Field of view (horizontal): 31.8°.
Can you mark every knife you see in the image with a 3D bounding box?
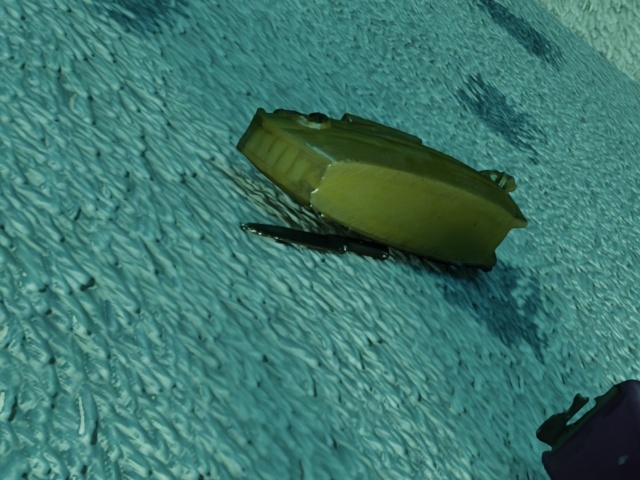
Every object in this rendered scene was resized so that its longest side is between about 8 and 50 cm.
[{"bbox_3d":[0.000,0.000,0.930,0.170,0.010,0.023,11,32,-43],"label":"knife"}]

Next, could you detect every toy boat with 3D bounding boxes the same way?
[{"bbox_3d":[0.060,-0.056,1.009,0.321,0.089,0.121,15,28,-41],"label":"toy boat"}]

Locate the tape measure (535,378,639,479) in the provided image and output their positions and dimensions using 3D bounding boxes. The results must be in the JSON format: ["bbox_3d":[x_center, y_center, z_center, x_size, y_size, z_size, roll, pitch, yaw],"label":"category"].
[{"bbox_3d":[0.280,0.232,0.774,0.245,0.149,0.231,27,28,-24],"label":"tape measure"}]
